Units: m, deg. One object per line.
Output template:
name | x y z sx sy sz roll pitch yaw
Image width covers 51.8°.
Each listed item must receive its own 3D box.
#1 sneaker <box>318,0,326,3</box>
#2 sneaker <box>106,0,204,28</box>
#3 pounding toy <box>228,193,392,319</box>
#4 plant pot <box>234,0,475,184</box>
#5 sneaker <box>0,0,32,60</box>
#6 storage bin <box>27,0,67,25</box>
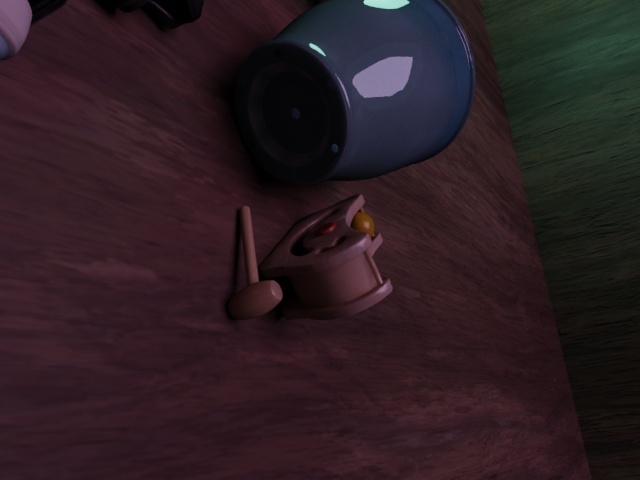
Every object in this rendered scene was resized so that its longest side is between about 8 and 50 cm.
sneaker | 0.022 -0.483 1.236 0.059 0.053 0.144 51 43 -35
sneaker | -0.207 -0.306 0.665 0.283 0.107 0.124 6 76 -61
pounding toy | 0.000 0.000 0.816 0.155 0.154 0.269 64 28 -17
plant pot | 0.030 -0.199 0.894 0.255 0.271 0.272 -31 103 -46
sneaker | -0.334 -0.151 0.347 0.366 0.135 0.150 21 79 -57
storage bin | -0.273 -0.246 0.481 0.180 0.122 0.084 44 39 -43
